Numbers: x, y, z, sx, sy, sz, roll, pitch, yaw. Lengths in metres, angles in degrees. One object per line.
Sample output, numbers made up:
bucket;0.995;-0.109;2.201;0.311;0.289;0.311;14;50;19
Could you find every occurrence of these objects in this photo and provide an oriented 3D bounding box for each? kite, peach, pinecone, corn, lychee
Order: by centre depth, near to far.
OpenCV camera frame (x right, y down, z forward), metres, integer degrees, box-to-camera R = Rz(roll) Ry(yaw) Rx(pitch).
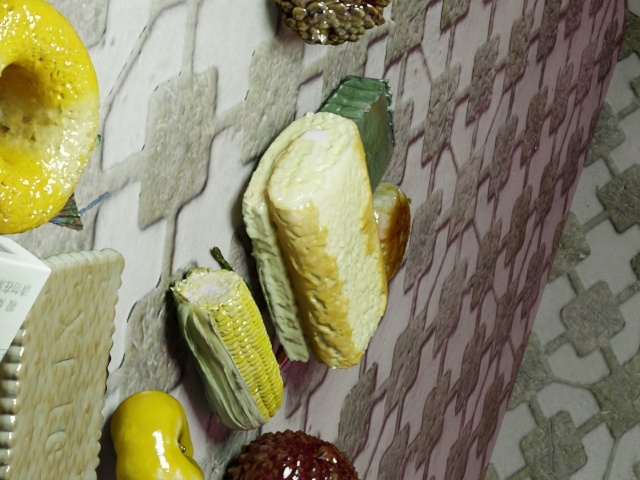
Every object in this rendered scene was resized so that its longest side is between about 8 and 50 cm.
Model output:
kite;-0.296;-0.081;1.394;0.160;0.010;0.183;-52;145;-47
peach;-0.213;0.286;1.582;0.179;0.103;0.179;164;-90;-88
corn;-0.135;0.159;1.758;0.123;0.122;0.305;-34;136;-20
pinecone;0.014;-0.387;1.761;0.179;0.184;0.205;19;56;-43
lychee;-0.056;0.442;1.919;0.271;0.271;0.271;-41;137;-55

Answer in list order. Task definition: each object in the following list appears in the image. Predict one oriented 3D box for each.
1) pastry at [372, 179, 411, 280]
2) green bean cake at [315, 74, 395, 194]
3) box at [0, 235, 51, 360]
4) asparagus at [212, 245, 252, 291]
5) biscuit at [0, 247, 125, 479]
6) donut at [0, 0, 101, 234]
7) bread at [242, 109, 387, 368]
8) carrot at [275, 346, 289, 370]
pastry;0.109;-0.014;2.244;0.182;0.093;0.192;-47;141;-55
green bean cake;0.052;-0.171;2.041;0.181;0.094;0.173;-57;149;-42
box;-0.379;0.111;1.126;0.256;0.069;0.164;-60;156;4
asparagus;-0.135;0.044;1.816;0.016;0.016;0.163;-46;149;-7
biscuit;-0.315;0.172;1.424;0.217;0.044;0.325;-13;113;-66
donut;-0.320;-0.129;1.194;0.277;0.108;0.278;-42;138;-54
bread;0.000;0.000;1.913;0.375;0.165;0.236;75;32;-43
carrot;-0.028;0.148;2.077;0.216;0.048;0.048;-56;148;-34
